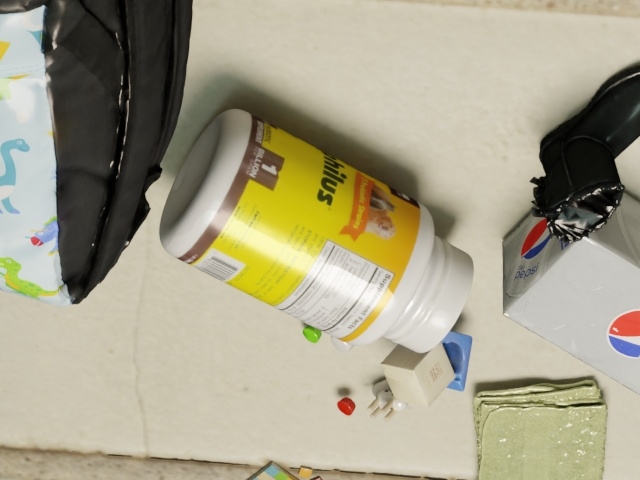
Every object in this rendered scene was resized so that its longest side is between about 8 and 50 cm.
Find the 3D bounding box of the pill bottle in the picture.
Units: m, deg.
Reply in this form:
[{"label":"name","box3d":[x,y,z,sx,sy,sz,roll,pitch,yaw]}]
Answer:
[{"label":"pill bottle","box3d":[0.000,0.000,1.400,0.215,0.117,0.117,27,124,-17]}]

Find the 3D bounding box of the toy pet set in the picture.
[{"label":"toy pet set","box3d":[0.054,0.080,1.509,0.114,0.065,0.122,10,134,42]}]

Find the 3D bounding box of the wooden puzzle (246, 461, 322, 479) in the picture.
[{"label":"wooden puzzle","box3d":[-0.039,0.213,1.634,0.049,0.006,0.083,37,121,-22]}]

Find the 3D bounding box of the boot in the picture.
[{"label":"boot","box3d":[0.199,-0.059,1.354,0.121,0.099,0.045,-37,116,26]}]

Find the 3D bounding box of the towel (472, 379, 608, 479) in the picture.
[{"label":"towel","box3d":[0.180,0.175,1.579,0.110,0.027,0.148,-2,126,4]}]

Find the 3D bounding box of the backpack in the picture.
[{"label":"backpack","box3d":[-0.193,-0.127,1.240,0.273,0.290,0.355,1,134,14]}]

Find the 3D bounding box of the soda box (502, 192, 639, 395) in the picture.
[{"label":"soda box","box3d":[0.276,0.065,1.448,0.286,0.091,0.098,30,125,-17]}]
